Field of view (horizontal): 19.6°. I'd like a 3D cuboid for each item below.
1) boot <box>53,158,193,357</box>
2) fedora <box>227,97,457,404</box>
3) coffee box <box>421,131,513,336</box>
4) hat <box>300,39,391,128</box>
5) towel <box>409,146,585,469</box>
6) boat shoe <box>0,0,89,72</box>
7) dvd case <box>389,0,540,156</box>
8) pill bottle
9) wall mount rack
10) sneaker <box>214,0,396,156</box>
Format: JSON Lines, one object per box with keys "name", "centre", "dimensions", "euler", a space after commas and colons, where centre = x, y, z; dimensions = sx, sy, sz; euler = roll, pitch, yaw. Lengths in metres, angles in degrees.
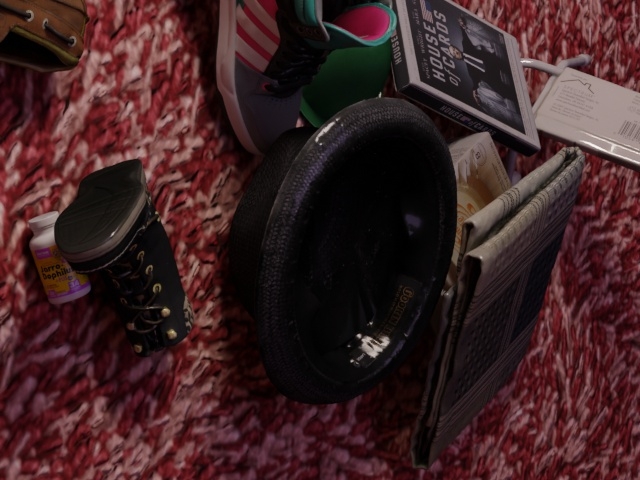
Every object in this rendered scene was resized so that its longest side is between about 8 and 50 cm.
{"name": "boot", "centre": [-0.178, 0.033, 1.767], "dimensions": [0.236, 0.085, 0.178], "euler": [-90, 162, -71]}
{"name": "fedora", "centre": [0.000, 0.000, 1.957], "dimensions": [0.334, 0.153, 0.334], "euler": [-22, 121, -42]}
{"name": "coffee box", "centre": [0.131, -0.005, 2.181], "dimensions": [0.246, 0.098, 0.141], "euler": [-46, 117, -43]}
{"name": "hat", "centre": [0.072, -0.218, 2.080], "dimensions": [0.208, 0.184, 0.173], "euler": [34, 59, -41]}
{"name": "towel", "centre": [0.199, 0.073, 2.163], "dimensions": [0.324, 0.056, 0.312], "euler": [-40, 149, -53]}
{"name": "boat shoe", "centre": [-0.323, -0.211, 1.675], "dimensions": [0.307, 0.111, 0.104], "euler": [-1, 83, -49]}
{"name": "dvd case", "centre": [0.170, -0.216, 2.257], "dimensions": [0.239, 0.030, 0.179], "euler": [23, 47, -40]}
{"name": "pill bottle", "centre": [-0.252, 0.016, 1.772], "dimensions": [0.043, 0.043, 0.083], "euler": [-31, 107, -47]}
{"name": "wall mount rack", "centre": [0.390, -0.150, 2.403], "dimensions": [0.304, 0.350, 0.130], "euler": [-56, 161, -35]}
{"name": "sneaker", "centre": [-0.008, -0.209, 1.932], "dimensions": [0.124, 0.178, 0.295], "euler": [-30, 130, -42]}
